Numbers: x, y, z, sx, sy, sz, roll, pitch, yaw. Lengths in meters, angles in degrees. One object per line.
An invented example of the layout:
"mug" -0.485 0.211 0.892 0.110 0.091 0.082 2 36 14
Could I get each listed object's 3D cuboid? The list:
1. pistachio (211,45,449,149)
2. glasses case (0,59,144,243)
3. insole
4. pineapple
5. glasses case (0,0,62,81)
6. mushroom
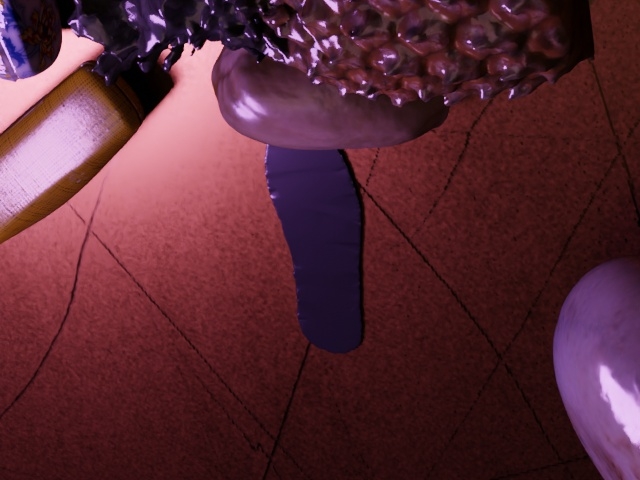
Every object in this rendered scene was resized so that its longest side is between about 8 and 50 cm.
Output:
"pistachio" 0.007 -0.114 1.305 0.185 0.108 0.126 6 144 14
"glasses case" -0.233 -0.067 1.469 0.079 0.064 0.234 48 128 -10
"insole" 0.000 0.000 1.450 0.080 0.003 0.232 5 125 22
"pineapple" 0.003 -0.176 1.169 0.362 0.202 0.202 -8 120 13
"glasses case" -0.260 -0.242 1.346 0.065 0.087 0.248 -4 121 22
"mushroom" 0.297 0.105 1.282 0.243 0.243 0.244 12 127 17
